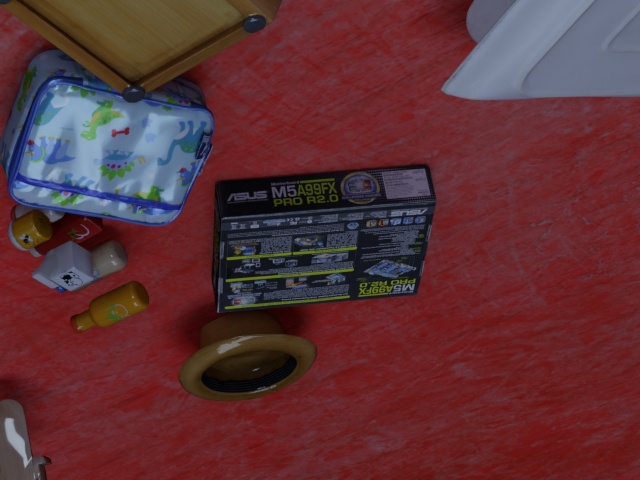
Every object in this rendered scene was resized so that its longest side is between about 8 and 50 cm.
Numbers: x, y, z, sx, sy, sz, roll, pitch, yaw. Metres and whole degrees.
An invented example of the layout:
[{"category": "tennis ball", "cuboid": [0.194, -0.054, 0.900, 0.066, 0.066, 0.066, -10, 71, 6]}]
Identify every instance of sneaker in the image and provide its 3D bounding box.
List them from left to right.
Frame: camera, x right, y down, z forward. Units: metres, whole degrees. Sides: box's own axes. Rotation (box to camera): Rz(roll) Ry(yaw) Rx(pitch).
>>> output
[{"category": "sneaker", "cuboid": [0.249, -0.290, 2.016, 0.094, 0.080, 0.212, -5, 149, -47]}]

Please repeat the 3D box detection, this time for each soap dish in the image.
[{"category": "soap dish", "cuboid": [-0.194, -0.271, 1.870, 0.229, 0.118, 0.291, -26, 144, 22]}]

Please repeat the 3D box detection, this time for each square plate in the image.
[{"category": "square plate", "cuboid": [0.351, -0.252, 2.026, 0.347, 0.049, 0.344, -5, 150, -38]}]

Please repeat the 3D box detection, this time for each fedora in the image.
[{"category": "fedora", "cuboid": [-0.103, 0.148, 2.547, 0.194, 0.079, 0.194, -12, 149, -7]}]

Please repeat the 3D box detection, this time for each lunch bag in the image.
[{"category": "lunch bag", "cuboid": [-0.236, -0.107, 2.084, 0.219, 0.090, 0.176, 12, 120, -28]}]

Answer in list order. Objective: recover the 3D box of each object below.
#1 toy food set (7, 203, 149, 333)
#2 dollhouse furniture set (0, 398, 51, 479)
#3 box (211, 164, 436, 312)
[{"category": "toy food set", "cuboid": [-0.318, 0.023, 2.275, 0.104, 0.111, 0.232, -26, 146, 21]}, {"category": "dollhouse furniture set", "cuboid": [-0.518, 0.327, 2.727, 0.303, 0.174, 0.355, -11, 171, 1]}, {"category": "box", "cuboid": [0.000, 0.000, 2.374, 0.270, 0.060, 0.216, -5, 147, -7]}]
